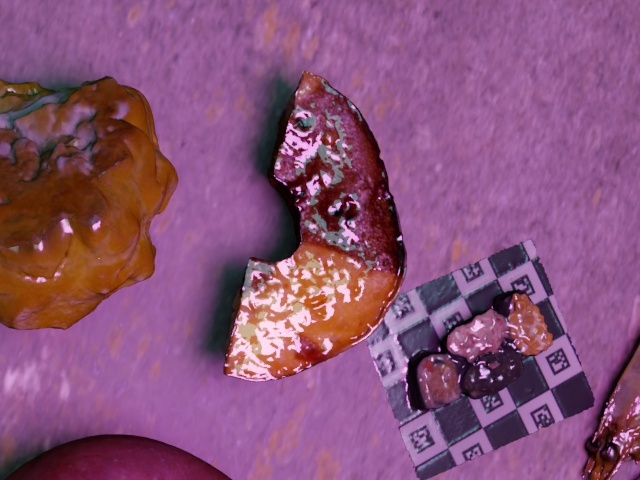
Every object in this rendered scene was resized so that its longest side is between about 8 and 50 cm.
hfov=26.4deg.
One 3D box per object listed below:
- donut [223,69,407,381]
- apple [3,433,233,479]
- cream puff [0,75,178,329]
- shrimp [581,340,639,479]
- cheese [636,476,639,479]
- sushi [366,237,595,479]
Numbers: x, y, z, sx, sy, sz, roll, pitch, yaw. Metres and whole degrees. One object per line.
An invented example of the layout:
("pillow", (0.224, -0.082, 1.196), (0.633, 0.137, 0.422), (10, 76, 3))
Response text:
("donut", (0.000, 0.000, 1.322), (0.151, 0.112, 0.295), (16, 84, -16))
("apple", (-0.168, 0.318, 1.192), (0.305, 0.235, 0.306), (0, 90, -15))
("cream puff", (-0.261, -0.029, 1.230), (0.281, 0.185, 0.282), (-3, 51, 4))
("shrimp", (0.371, 0.165, 1.441), (0.145, 0.061, 0.267), (46, 74, -18))
("cheese", (0.292, 0.310, 1.419), (0.192, 0.037, 0.097), (-41, 99, -13))
("sushi", (0.170, 0.123, 1.390), (0.215, 0.050, 0.192), (-22, 93, -15))
